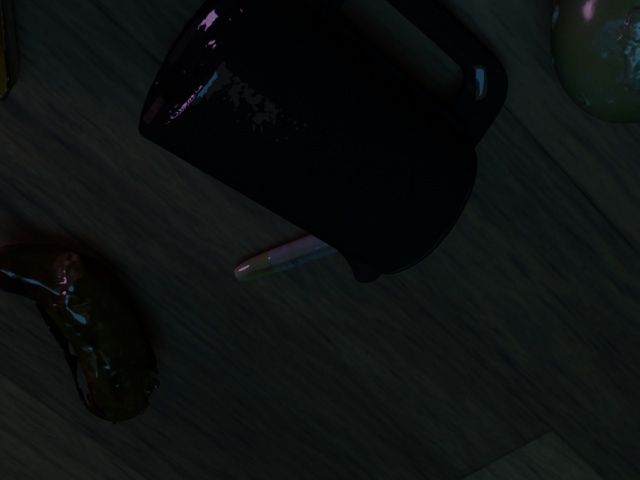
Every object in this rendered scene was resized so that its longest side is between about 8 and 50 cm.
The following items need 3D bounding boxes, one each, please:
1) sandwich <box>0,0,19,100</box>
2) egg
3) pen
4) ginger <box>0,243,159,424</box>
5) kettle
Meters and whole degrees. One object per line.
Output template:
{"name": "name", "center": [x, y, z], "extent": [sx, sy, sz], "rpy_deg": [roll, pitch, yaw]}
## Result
{"name": "sandwich", "center": [-0.361, -0.257, 1.191], "extent": [0.193, 0.058, 0.162], "rpy_deg": [36, 120, -19]}
{"name": "egg", "center": [0.305, -0.210, 1.131], "extent": [0.164, 0.164, 0.201], "rpy_deg": [3, 125, 1]}
{"name": "pen", "center": [0.000, 0.000, 1.381], "extent": [0.233, 0.032, 0.040], "rpy_deg": [-19, 100, 17]}
{"name": "ginger", "center": [-0.282, 0.115, 1.440], "extent": [0.133, 0.107, 0.309], "rpy_deg": [4, 132, 30]}
{"name": "kettle", "center": [0.007, -0.139, 1.209], "extent": [0.308, 0.262, 0.203], "rpy_deg": [33, 157, -23]}
